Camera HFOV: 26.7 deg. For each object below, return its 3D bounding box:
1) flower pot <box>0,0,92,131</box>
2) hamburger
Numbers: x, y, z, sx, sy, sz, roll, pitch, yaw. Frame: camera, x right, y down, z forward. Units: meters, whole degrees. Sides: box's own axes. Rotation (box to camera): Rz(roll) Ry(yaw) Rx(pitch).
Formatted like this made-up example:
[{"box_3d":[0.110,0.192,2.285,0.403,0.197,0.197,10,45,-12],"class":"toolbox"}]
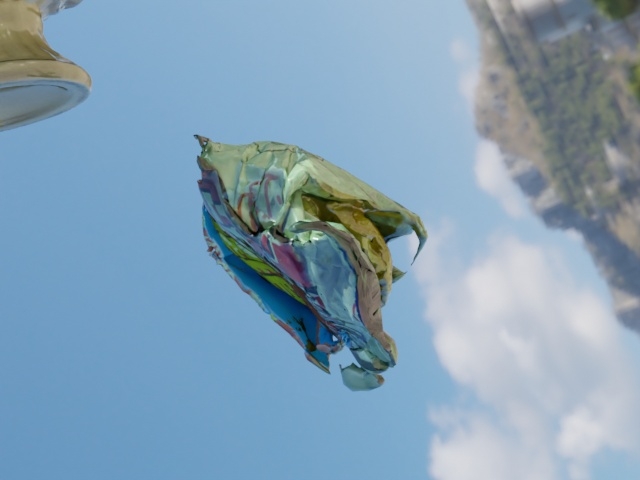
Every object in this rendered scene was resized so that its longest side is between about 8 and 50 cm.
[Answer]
[{"box_3d":[-0.357,-0.241,1.366,0.307,0.307,0.244,1,-104,-68],"class":"flower pot"},{"box_3d":[0.008,0.003,1.286,0.276,0.150,0.260,37,158,40],"class":"hamburger"}]
